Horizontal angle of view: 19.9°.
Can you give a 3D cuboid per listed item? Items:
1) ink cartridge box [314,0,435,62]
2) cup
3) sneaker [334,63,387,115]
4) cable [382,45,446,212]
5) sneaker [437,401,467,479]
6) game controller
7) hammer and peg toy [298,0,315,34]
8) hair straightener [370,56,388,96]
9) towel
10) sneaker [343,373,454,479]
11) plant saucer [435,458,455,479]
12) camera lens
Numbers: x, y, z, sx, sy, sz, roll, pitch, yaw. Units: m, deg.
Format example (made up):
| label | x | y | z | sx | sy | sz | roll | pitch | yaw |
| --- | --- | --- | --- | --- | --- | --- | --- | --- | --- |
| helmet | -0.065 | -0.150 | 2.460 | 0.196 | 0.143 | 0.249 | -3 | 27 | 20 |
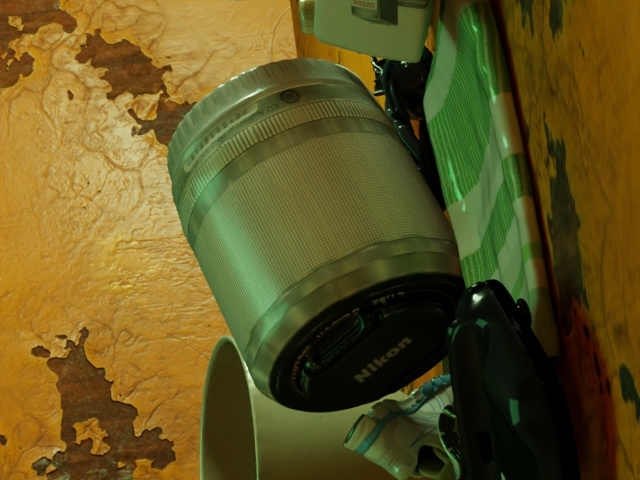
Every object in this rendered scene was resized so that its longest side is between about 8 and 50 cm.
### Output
| label | x | y | z | sx | sy | sz | roll | pitch | yaw |
| --- | --- | --- | --- | --- | --- | --- | --- | --- | --- |
| ink cartridge box | 0.055 | -0.253 | 1.346 | 0.218 | 0.092 | 0.158 | 96 | -171 | -68 |
| cup | 0.003 | 0.275 | 2.154 | 0.331 | 0.237 | 0.331 | 180 | 90 | -76 |
| sneaker | 0.047 | -0.044 | 2.005 | 0.127 | 0.126 | 0.321 | -69 | -32 | -68 |
| cable | 0.097 | -0.109 | 1.752 | 0.184 | 0.047 | 0.150 | -113 | 11 | -62 |
| sneaker | 0.145 | 0.218 | 1.575 | 0.073 | 0.063 | 0.162 | 58 | -157 | -54 |
| game controller | 0.148 | 0.185 | 1.252 | 0.166 | 0.067 | 0.319 | -129 | 23 | -54 |
| hammer and peg toy | 0.025 | -0.378 | 1.686 | 0.266 | 0.127 | 0.361 | 89 | 173 | -76 |
| hair straightener | 0.078 | -0.192 | 1.938 | 0.230 | 0.047 | 0.089 | -118 | 20 | -68 |
| towel | 0.128 | -0.027 | 1.415 | 0.248 | 0.038 | 0.324 | 95 | 168 | -69 |
| sneaker | 0.098 | 0.185 | 1.712 | 0.191 | 0.083 | 0.071 | -19 | -32 | -57 |
| plant saucer | 0.070 | 0.399 | 1.667 | 0.332 | 0.081 | 0.333 | -53 | -19 | -34 |
| camera lens | 0.000 | 0.000 | 1.649 | 0.219 | 0.219 | 0.274 | 89 | 158 | -57 |
